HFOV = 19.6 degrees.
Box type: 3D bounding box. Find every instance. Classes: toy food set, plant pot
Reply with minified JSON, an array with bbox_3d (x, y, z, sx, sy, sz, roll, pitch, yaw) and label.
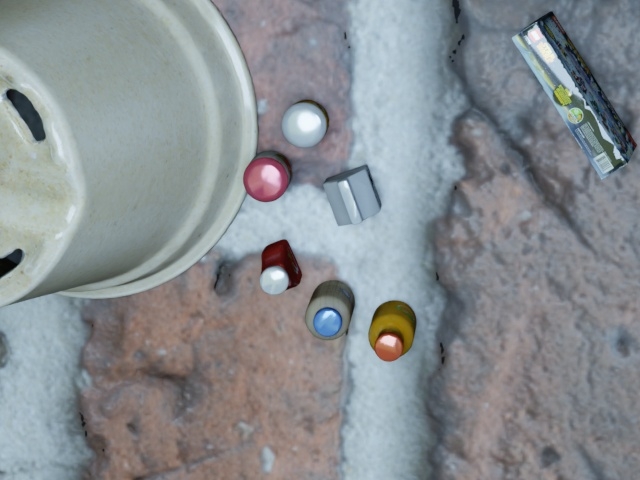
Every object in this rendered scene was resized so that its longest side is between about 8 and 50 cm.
[{"bbox_3d":[0.000,0.000,1.585,0.111,0.104,0.232,-18,98,7],"label":"toy food set"},{"bbox_3d":[-0.252,-0.077,1.535,0.334,0.305,0.334,3,103,13],"label":"plant pot"}]

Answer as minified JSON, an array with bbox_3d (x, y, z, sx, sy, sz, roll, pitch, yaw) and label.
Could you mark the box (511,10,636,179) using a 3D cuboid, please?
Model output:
[{"bbox_3d":[0.210,-0.121,1.521,0.027,0.094,0.137,-32,93,18],"label":"box"}]
